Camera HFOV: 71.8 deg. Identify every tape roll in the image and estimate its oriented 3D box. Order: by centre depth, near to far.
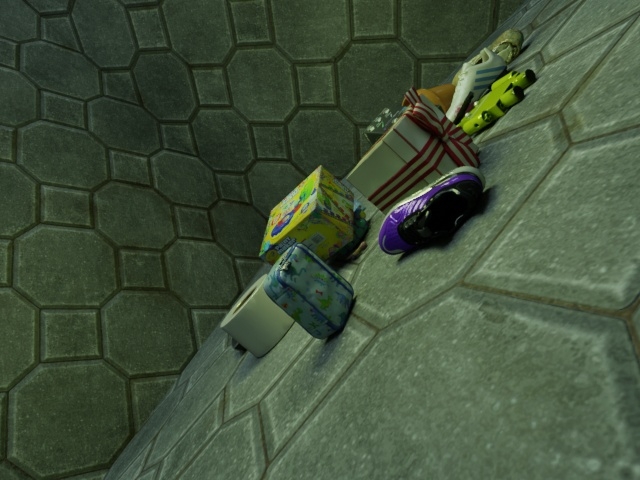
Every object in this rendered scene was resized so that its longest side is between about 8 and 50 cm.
[{"bbox_3d":[-0.207,0.262,1.552,0.246,0.169,0.246,-47,8,9],"label":"tape roll"}]

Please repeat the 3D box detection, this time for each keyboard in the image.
[{"bbox_3d":[0.477,-0.421,1.523,0.108,0.023,0.180,-51,-13,-48],"label":"keyboard"}]

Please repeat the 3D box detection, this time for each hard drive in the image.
[{"bbox_3d":[-0.304,0.385,1.874,0.172,0.054,0.254,-49,8,-10],"label":"hard drive"}]

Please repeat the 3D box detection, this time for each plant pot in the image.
[{"bbox_3d":[0.470,-0.538,1.800,0.188,0.205,0.205,-33,4,-18],"label":"plant pot"}]

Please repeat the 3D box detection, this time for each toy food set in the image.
[{"bbox_3d":[0.122,0.035,1.456,0.078,0.019,0.122,-49,1,-9],"label":"toy food set"}]

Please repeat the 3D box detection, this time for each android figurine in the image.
[{"bbox_3d":[0.528,-0.420,1.371,0.248,0.056,0.273,-51,10,-21],"label":"android figurine"}]

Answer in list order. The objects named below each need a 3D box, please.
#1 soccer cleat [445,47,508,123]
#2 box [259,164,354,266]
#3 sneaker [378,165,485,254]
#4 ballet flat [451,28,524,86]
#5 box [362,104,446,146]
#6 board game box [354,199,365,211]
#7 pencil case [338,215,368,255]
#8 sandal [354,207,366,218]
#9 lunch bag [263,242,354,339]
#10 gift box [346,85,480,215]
[{"bbox_3d":[0.543,-0.564,1.644,0.331,0.143,0.116,-48,8,-2],"label":"soccer cleat"},{"bbox_3d":[-0.042,-0.059,1.575,0.290,0.177,0.279,-39,26,29],"label":"box"},{"bbox_3d":[0.227,-0.043,0.980,0.293,0.102,0.146,-42,11,36],"label":"sneaker"},{"bbox_3d":[0.664,-0.697,1.792,0.348,0.123,0.123,-40,12,45],"label":"ballet flat"},{"bbox_3d":[0.301,-0.349,1.498,0.143,0.165,0.270,-49,32,-12],"label":"box"},{"bbox_3d":[0.110,-0.090,2.018,0.211,0.039,0.160,-48,8,6],"label":"board game box"},{"bbox_3d":[0.111,-0.017,1.566,0.152,0.070,0.064,-52,-2,-36],"label":"pencil case"},{"bbox_3d":[0.048,-0.034,1.746,0.317,0.138,0.126,-40,9,36],"label":"sandal"},{"bbox_3d":[-0.023,0.119,1.100,0.090,0.219,0.176,-41,10,35],"label":"lunch bag"},{"bbox_3d":[0.258,-0.236,1.205,0.258,0.255,0.276,-41,14,50],"label":"gift box"}]
